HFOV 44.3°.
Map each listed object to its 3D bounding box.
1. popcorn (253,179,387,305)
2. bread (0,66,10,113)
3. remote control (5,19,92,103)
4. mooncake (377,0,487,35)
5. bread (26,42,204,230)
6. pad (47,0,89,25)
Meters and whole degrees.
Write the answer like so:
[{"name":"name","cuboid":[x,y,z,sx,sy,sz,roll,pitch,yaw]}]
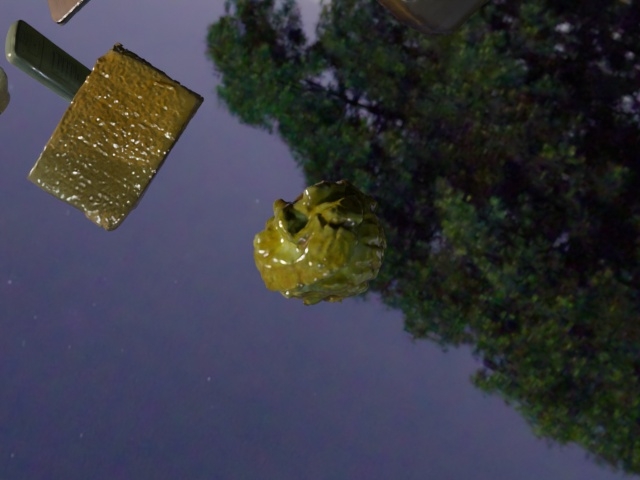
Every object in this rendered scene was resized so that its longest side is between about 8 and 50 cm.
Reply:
[{"name":"popcorn","cuboid":[-0.005,0.009,1.633,0.282,0.282,0.247,-2,-111,-36]},{"name":"bread","cuboid":[-0.458,-0.173,0.997,0.068,0.125,0.188,41,167,-14]},{"name":"remote control","cuboid":[-0.524,-0.340,1.566,0.233,0.038,0.098,35,-135,-51]},{"name":"mooncake","cuboid":[0.184,-0.596,1.547,0.394,0.246,0.393,13,-133,-51]},{"name":"bread","cuboid":[-0.342,-0.171,1.316,0.185,0.274,0.114,32,-176,-7]},{"name":"pad","cuboid":[-0.552,-0.679,1.805,0.018,0.284,0.286,9,-125,-55]}]
